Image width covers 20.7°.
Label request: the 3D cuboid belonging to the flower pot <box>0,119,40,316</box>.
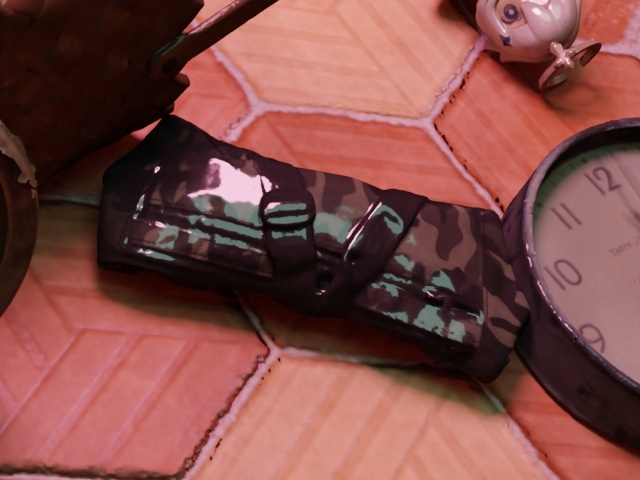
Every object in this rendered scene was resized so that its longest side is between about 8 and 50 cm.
[{"bbox_3d":[-0.355,-0.052,1.141,0.290,0.290,0.259,-12,45,-27],"label":"flower pot"}]

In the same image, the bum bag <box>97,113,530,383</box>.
[{"bbox_3d":[0.000,0.000,1.319,0.340,0.095,0.144,17,63,-3],"label":"bum bag"}]

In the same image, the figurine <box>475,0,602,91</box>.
[{"bbox_3d":[0.186,-0.207,1.551,0.132,0.132,0.153,-23,74,-33],"label":"figurine"}]

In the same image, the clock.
[{"bbox_3d":[0.300,0.037,1.405,0.325,0.067,0.325,9,50,-11],"label":"clock"}]

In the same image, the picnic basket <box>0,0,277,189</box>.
[{"bbox_3d":[-0.187,-0.221,1.307,0.321,0.291,0.254,-37,70,-29],"label":"picnic basket"}]
